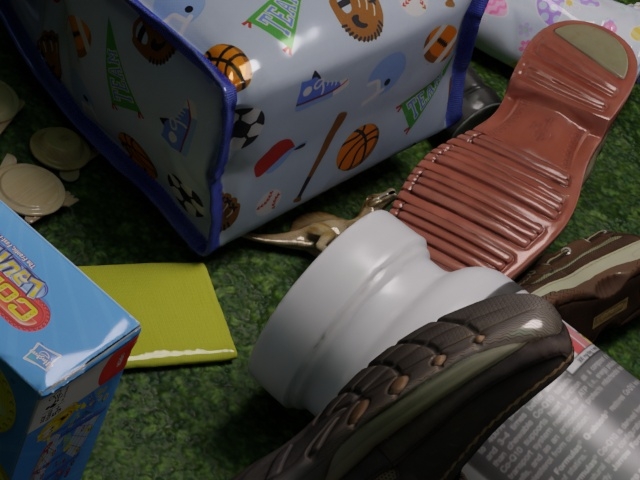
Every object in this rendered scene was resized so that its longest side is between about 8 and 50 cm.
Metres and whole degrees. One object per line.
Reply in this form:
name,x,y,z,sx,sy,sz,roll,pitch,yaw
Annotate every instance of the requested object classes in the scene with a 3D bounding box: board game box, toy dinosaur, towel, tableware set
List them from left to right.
board game box,-0.287,0.072,1.021,0.308,0.302,0.086,39,44,15
tableware set,-0.278,-0.081,1.386,0.168,0.020,0.141,28,40,5
towel,-0.190,0.067,1.285,0.237,0.021,0.102,-3,55,-29
toy dinosaur,0.000,0.000,1.430,0.183,0.053,0.092,-12,37,-29

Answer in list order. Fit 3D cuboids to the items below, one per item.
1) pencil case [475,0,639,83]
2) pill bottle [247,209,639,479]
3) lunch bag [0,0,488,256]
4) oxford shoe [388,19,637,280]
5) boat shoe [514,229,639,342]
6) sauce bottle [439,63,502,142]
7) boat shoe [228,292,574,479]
pencil case,0.231,-0.243,1.709,0.273,0.124,0.113,27,17,5
pill bottle,0.134,0.151,1.211,0.363,0.210,0.210,40,44,14
lunch bag,-0.092,-0.231,1.438,0.328,0.239,0.385,-26,56,-33
oxford shoe,0.173,-0.036,1.472,0.140,0.146,0.397,33,56,16
boat shoe,0.209,0.054,1.448,0.257,0.095,0.095,-19,38,-39
sauce bottle,0.068,-0.245,1.641,0.111,0.111,0.344,-19,62,-38
boat shoe,0.044,0.170,1.083,0.130,0.355,0.132,48,23,-7
